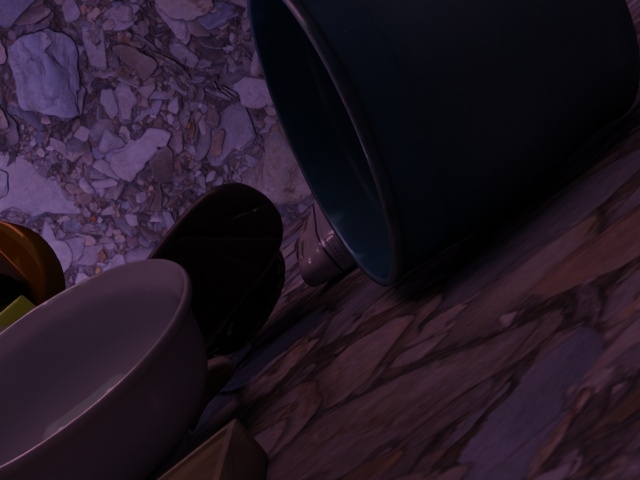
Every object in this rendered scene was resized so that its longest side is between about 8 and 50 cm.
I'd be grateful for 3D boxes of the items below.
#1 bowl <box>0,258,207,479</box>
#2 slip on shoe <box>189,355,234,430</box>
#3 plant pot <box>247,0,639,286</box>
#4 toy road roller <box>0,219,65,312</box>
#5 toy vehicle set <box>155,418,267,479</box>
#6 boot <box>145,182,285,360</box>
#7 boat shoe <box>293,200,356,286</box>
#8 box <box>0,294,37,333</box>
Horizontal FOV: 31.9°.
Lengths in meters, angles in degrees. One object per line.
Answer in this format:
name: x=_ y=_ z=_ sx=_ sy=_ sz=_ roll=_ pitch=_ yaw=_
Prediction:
bowl: x=-0.208 y=0.157 z=0.974 sx=0.298 sy=0.134 sz=0.298 roll=-27 pitch=22 yaw=12
slip on shoe: x=-0.132 y=0.167 z=1.092 sx=0.135 sy=0.041 sz=0.051 roll=-35 pitch=-35 yaw=-24
plant pot: x=0.110 y=-0.136 z=0.935 sx=0.255 sy=0.271 sz=0.272 roll=-24 pitch=2 yaw=-10
toy road roller: x=-0.414 y=0.131 z=1.290 sx=0.329 sy=0.202 sz=0.241 roll=-56 pitch=-28 yaw=8
toy vehicle set: x=-0.150 y=0.225 z=0.699 sx=0.267 sy=0.035 sz=0.166 roll=-38 pitch=5 yaw=5
boot: x=-0.176 y=0.109 z=1.248 sx=0.377 sy=0.138 sz=0.284 roll=-50 pitch=-7 yaw=-4
boat shoe: x=0.000 y=0.000 z=1.393 sx=0.076 sy=0.083 sz=0.226 roll=-37 pitch=6 yaw=7
box: x=-0.347 y=0.146 z=1.115 sx=0.178 sy=0.042 sz=0.109 roll=-45 pitch=-14 yaw=-29
